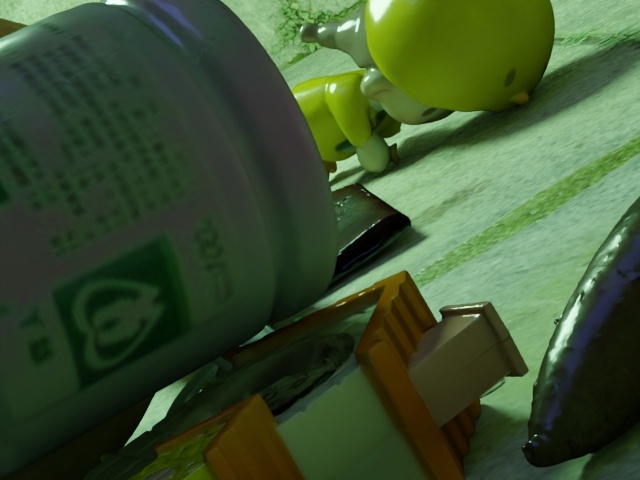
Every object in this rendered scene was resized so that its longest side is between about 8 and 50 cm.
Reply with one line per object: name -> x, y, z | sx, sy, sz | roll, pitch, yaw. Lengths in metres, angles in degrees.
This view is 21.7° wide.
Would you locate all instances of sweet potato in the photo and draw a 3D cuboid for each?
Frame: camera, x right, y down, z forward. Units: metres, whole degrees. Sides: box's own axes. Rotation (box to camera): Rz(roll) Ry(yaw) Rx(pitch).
sweet potato -> 0.193, 0.000, 0.870 | 0.108, 0.079, 0.346 | -37, 2, 36

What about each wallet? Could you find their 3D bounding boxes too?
wallet -> 0.000, 0.000, 1.484 | 0.137, 0.031, 0.255 | -30, 11, -3

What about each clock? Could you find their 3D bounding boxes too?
clock -> -0.033, 0.112, 0.874 | 0.255, 0.106, 0.220 | -35, 12, -26

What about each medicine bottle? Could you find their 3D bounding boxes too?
medicine bottle -> -0.176, 0.014, 0.870 | 0.325, 0.212, 0.212 | -29, 10, -22

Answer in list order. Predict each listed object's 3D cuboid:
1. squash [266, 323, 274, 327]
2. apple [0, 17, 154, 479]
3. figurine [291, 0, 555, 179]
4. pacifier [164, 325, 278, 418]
squash -> -0.096, 0.029, 1.359 | 0.132, 0.132, 0.247 | -35, 13, -22
apple -> -0.282, 0.025, 1.157 | 0.391, 0.391, 0.346 | -19, 28, 45
figurine -> 0.076, -0.166, 1.690 | 0.343, 0.187, 0.215 | -31, -3, 32
pacifier -> -0.068, 0.080, 1.091 | 0.127, 0.116, 0.150 | -50, 21, -22
